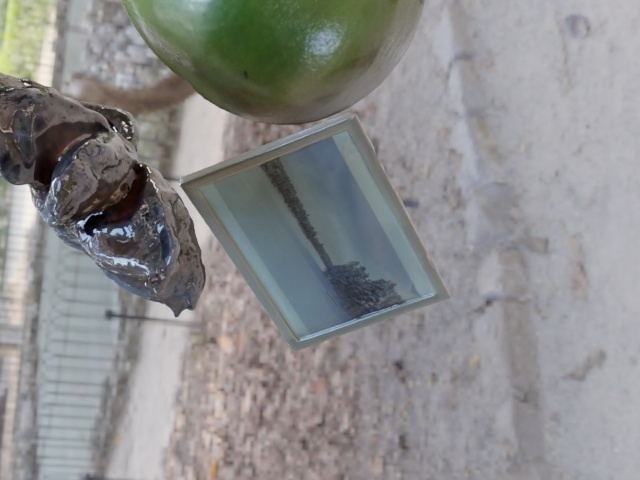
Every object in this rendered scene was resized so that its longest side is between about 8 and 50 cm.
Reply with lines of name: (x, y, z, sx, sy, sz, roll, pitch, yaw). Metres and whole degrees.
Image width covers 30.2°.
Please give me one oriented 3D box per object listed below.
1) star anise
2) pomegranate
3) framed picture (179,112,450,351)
star anise: (-0.212, -0.059, 1.129, 0.139, 0.316, 0.359, -50, 13, -4)
pomegranate: (-0.013, -0.169, 0.666, 0.209, 0.180, 0.180, -53, 29, 20)
framed picture: (0.000, 0.000, 1.361, 0.016, 0.213, 0.289, -91, -23, -51)
